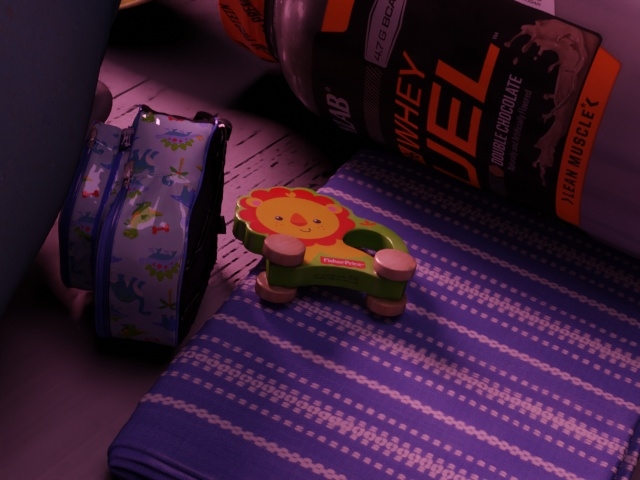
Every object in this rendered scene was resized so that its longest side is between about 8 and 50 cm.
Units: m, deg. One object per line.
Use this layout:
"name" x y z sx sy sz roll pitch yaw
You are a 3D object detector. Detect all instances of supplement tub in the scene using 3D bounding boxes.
"supplement tub" 0.120 -0.133 0.953 0.338 0.207 0.207 25 40 20

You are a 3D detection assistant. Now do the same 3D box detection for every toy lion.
"toy lion" 0.000 0.000 0.882 0.100 0.034 0.096 8 30 -7

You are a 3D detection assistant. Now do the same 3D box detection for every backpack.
"backpack" -0.096 -0.004 0.837 0.084 0.105 0.114 7 48 0

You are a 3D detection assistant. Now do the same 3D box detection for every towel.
"towel" 0.063 0.075 0.859 0.243 0.040 0.336 24 39 13

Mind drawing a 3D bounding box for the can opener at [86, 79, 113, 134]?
"can opener" -0.264 -0.134 0.972 0.283 0.076 0.095 34 75 19

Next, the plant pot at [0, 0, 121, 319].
"plant pot" -0.239 -0.052 0.737 0.272 0.271 0.255 8 55 -10

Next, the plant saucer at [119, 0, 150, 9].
"plant saucer" -0.130 -0.259 1.075 0.241 0.037 0.240 -8 68 21
